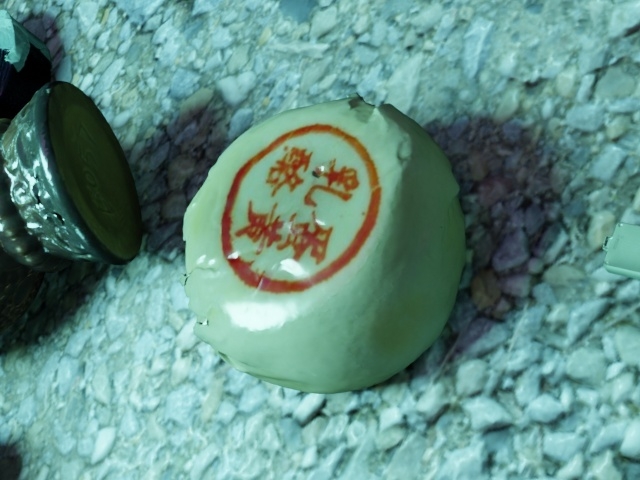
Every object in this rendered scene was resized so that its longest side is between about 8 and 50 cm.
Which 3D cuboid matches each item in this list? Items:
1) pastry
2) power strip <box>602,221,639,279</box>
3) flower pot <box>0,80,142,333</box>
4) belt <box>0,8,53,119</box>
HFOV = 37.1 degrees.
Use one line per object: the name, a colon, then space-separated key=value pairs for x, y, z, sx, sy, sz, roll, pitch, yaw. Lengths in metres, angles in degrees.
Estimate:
pastry: x=-0.001 y=0.002 z=0.816 sx=0.264 sy=0.133 sz=0.265 roll=-16 pitch=59 yaw=28
power strip: x=0.260 y=0.013 z=0.725 sx=0.090 sy=0.016 sz=0.040 roll=14 pitch=76 yaw=35
flower pot: x=-0.338 y=-0.026 z=0.960 sx=0.267 sy=0.266 sz=0.267 roll=-18 pitch=59 yaw=10
belt: x=-0.409 y=-0.196 z=1.182 sx=0.151 sy=0.078 sz=0.198 roll=-17 pitch=59 yaw=25
